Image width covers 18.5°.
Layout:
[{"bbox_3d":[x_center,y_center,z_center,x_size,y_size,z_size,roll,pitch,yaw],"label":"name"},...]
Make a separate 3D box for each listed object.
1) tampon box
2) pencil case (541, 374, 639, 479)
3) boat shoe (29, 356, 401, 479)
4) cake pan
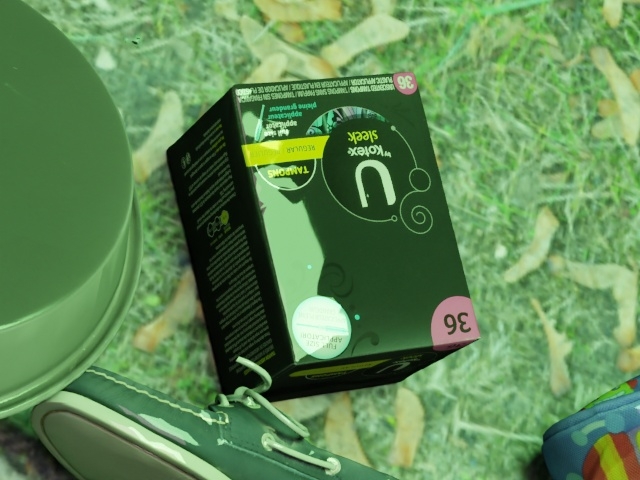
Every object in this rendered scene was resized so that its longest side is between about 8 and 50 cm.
[{"bbox_3d":[0.000,0.000,1.112,0.120,0.101,0.161,-7,75,-28],"label":"tampon box"},{"bbox_3d":[0.240,0.215,1.145,0.119,0.133,0.306,-27,82,14],"label":"pencil case"},{"bbox_3d":[-0.034,0.123,1.055,0.254,0.095,0.079,28,63,-16],"label":"boat shoe"},{"bbox_3d":[-0.223,-0.040,0.997,0.293,0.054,0.293,14,50,-17],"label":"cake pan"}]
